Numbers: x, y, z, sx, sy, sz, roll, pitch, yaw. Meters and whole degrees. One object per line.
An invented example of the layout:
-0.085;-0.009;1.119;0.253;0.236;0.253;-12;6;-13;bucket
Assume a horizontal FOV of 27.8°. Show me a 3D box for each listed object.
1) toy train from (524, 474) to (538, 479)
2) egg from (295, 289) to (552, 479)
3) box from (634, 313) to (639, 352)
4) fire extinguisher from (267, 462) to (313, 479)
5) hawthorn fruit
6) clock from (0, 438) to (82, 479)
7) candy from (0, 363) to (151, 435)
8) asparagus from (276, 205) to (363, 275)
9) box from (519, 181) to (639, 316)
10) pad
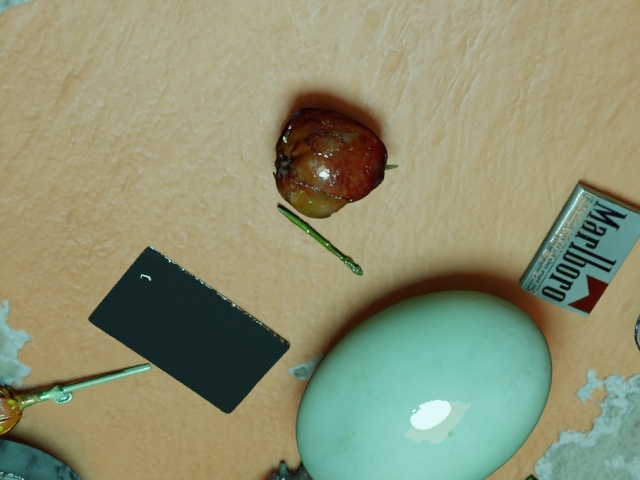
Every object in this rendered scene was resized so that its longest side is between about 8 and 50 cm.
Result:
0.325;0.414;2.049;0.056;0.038;0.093;42;109;-13;toy train
0.142;0.224;1.815;0.389;0.276;0.276;-33;113;12;egg
0.651;0.112;1.863;0.369;0.112;0.190;8;115;-6;box
0.011;0.390;1.990;0.252;0.106;0.075;5;136;-4;fire extinguisher
0.021;-0.102;1.731;0.172;0.148;0.148;-1;118;-22;hawthorn fruit
-0.503;0.421;1.979;0.312;0.061;0.313;1;130;1;clock
-0.393;0.223;1.931;0.287;0.078;0.084;-16;79;-4;candy
0.000;0.000;1.847;0.166;0.013;0.016;38;68;-19;asparagus
0.376;0.014;1.849;0.115;0.036;0.177;23;114;-12;box
-0.193;0.135;1.915;0.265;0.009;0.159;36;111;-16;pad
